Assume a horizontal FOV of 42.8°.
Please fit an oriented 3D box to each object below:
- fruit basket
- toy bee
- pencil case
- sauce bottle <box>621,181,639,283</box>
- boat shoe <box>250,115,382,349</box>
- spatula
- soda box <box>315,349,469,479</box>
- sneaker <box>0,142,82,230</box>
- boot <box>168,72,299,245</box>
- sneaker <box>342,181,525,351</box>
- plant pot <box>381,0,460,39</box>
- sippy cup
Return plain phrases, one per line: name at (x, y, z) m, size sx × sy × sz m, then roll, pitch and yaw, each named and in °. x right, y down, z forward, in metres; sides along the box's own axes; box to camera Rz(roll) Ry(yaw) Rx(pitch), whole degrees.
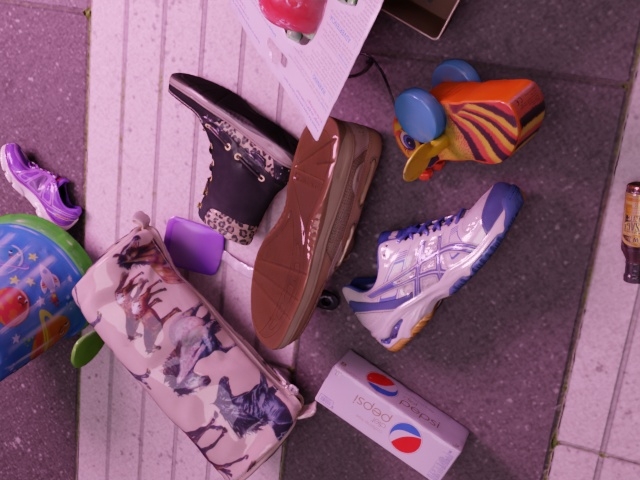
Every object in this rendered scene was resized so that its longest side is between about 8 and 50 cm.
fruit basket at (0.007, -0.355, 0.988) m, size 0.327 × 0.166 × 0.353 m, roll 59°, pitch 142°, yaw 37°
toy bee at (0.162, -0.149, 1.044) m, size 0.195 × 0.298 × 0.162 m, roll -27°, pitch 125°, yaw -8°
pencil case at (-0.196, 0.158, 1.230) m, size 0.183 × 0.160 × 0.410 m, roll -40°, pitch 91°, yaw 2°
sauce bottle at (0.401, -0.009, 1.028) m, size 0.042 × 0.042 × 0.128 m, roll 3°, pitch 104°, yaw 21°
boat shoe at (0.000, 0.000, 1.141) m, size 0.122 × 0.110 × 0.340 m, roll 37°, pitch 114°, yaw 45°
spatula at (-0.108, 0.046, 1.250) m, size 0.297 × 0.030 × 0.084 m, roll 22°, pitch 111°, yaw 17°
soda box at (0.105, 0.255, 1.195) m, size 0.216 × 0.074 × 0.069 m, roll 34°, pitch 113°, yaw 10°
sneaker at (-0.455, -0.096, 1.346) m, size 0.071 × 0.068 × 0.170 m, roll -37°, pitch 97°, yaw 11°
boot at (-0.153, -0.120, 1.198) m, size 0.236 × 0.085 × 0.178 m, roll 35°, pitch 116°, yaw 10°
sneaker at (0.142, 0.018, 1.101) m, size 0.131 × 0.112 × 0.296 m, roll 43°, pitch 114°, yaw 7°
plant pot at (0.138, -0.325, 1.023) m, size 0.109 × 0.096 × 0.109 m, roll 33°, pitch 114°, yaw 11°
sippy cup at (-0.507, 0.108, 1.292) m, size 0.306 × 0.224 × 0.240 m, roll -13°, pitch 112°, yaw 29°
